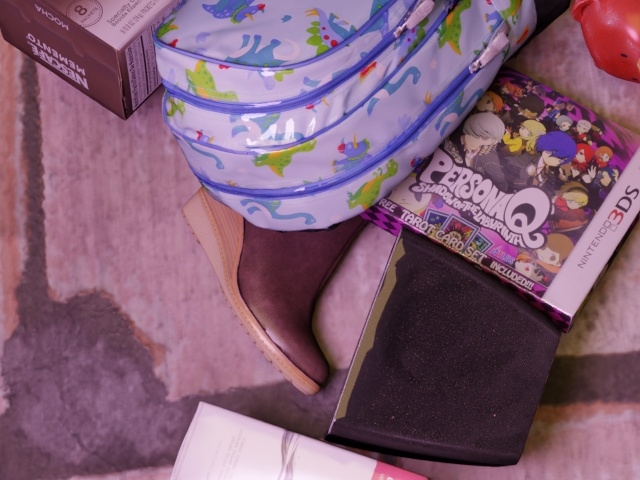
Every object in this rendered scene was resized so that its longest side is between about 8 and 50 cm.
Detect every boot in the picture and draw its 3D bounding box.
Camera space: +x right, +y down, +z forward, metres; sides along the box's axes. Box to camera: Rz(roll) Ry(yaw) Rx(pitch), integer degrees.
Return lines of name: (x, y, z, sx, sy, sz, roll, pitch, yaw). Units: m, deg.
boot: (0.000, 0.000, 1.462, 0.207, 0.090, 0.248, -33, 70, 4)

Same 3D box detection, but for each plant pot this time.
plant pot: (0.113, 0.115, 1.375, 0.167, 0.187, 0.188, 19, 80, 2)

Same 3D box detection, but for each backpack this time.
backpack: (0.011, -0.175, 1.378, 0.290, 0.273, 0.355, 26, 76, 32)

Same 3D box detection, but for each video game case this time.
video game case: (0.182, -0.053, 1.430, 0.232, 0.042, 0.210, 31, 64, 14)

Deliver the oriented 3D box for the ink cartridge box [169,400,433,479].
ink cartridge box: (-0.008, 0.225, 1.373, 0.218, 0.158, 0.092, 15, 81, 14)

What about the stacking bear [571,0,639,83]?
stacking bear: (0.382, -0.234, 1.418, 0.289, 0.175, 0.164, -20, 58, 14)

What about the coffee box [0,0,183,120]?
coffee box: (-0.162, -0.284, 1.505, 0.168, 0.119, 0.297, 35, 65, 17)
